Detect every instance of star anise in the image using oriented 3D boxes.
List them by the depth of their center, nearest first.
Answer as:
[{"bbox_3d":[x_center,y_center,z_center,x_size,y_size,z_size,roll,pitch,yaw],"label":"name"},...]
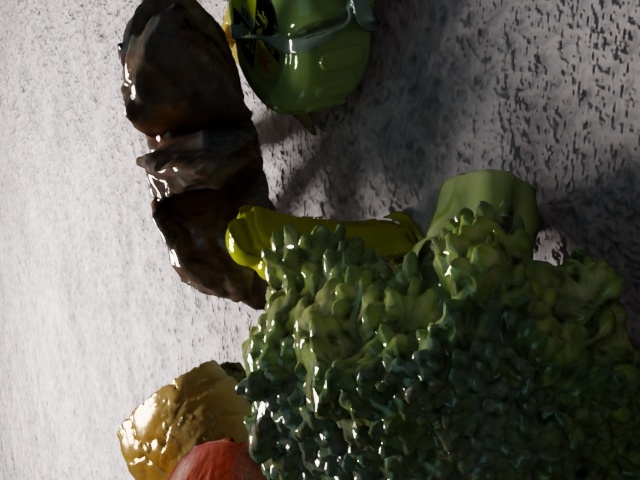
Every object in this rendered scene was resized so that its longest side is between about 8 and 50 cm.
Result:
[{"bbox_3d":[-0.112,-0.081,0.759,0.332,0.117,0.332,-17,-90,-89],"label":"star anise"}]

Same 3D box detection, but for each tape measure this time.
[{"bbox_3d":[-0.019,-0.201,0.719,0.200,0.106,0.175,50,149,37],"label":"tape measure"}]

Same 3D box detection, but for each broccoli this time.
[{"bbox_3d":[0.068,0.087,0.511,0.288,0.235,0.260,-7,88,40],"label":"broccoli"}]

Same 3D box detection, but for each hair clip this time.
[{"bbox_3d":[0.000,0.000,0.650,0.072,0.173,0.046,57,133,33],"label":"hair clip"}]

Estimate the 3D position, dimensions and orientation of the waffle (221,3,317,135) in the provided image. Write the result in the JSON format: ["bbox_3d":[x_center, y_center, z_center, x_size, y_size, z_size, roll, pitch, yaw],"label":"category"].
[{"bbox_3d":[-0.037,-0.206,0.819,0.191,0.032,0.125,47,124,39],"label":"waffle"}]

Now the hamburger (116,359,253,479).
[{"bbox_3d":[-0.111,0.242,0.848,0.155,0.135,0.208,-46,59,46],"label":"hamburger"}]

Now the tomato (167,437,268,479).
[{"bbox_3d":[-0.052,0.283,0.722,0.225,0.085,0.225,10,122,17],"label":"tomato"}]
